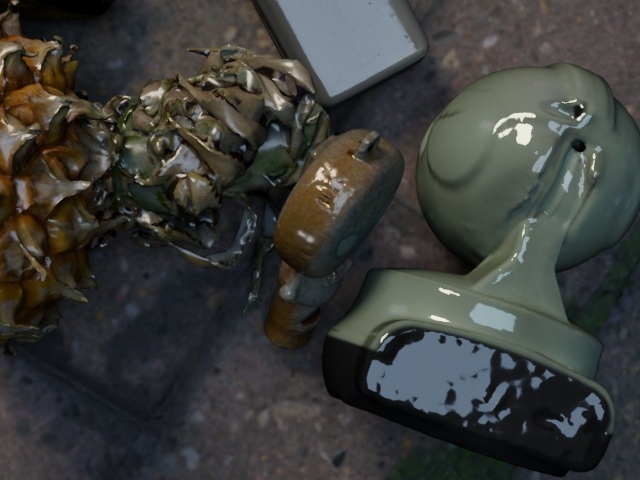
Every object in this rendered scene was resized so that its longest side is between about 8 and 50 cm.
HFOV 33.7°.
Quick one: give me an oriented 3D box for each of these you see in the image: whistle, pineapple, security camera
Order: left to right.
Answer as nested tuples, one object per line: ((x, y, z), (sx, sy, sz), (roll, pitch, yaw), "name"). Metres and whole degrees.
((-0.124, -0.054, 0.731), (0.272, 0.262, 0.262), (-7, 90, -17), "pineapple")
((0.000, 0.000, 0.739), (0.057, 0.220, 0.107), (35, 49, 13), "whistle")
((0.128, 0.005, 0.746), (0.197, 0.191, 0.277), (19, 86, -4), "security camera")

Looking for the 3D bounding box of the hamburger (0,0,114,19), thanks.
((-0.266, -0.262, 0.711), (0.192, 0.288, 0.167), (16, 92, 27), "hamburger")

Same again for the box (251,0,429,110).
((-0.016, -0.224, 0.804), (0.103, 0.055, 0.243), (-28, 92, -4), "box")
